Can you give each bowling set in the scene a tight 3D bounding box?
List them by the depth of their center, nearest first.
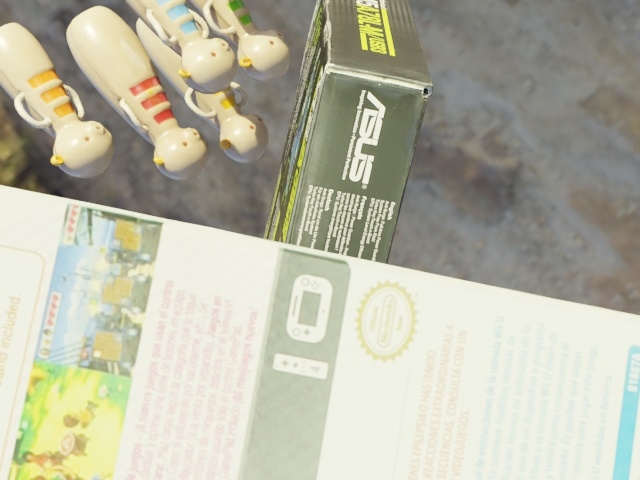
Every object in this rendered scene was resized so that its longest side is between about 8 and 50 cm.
[{"bbox_3d":[-0.093,-0.148,1.286,0.200,0.287,0.154,-40,83,30],"label":"bowling set"}]

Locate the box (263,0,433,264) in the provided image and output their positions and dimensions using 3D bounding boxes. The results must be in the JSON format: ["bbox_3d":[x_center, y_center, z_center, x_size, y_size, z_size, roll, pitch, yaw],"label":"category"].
[{"bbox_3d":[0.000,0.000,0.696,0.184,0.045,0.191,-98,20,-71],"label":"box"}]

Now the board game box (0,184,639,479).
[{"bbox_3d":[-0.065,0.110,0.403,0.303,0.224,0.097,13,163,-7],"label":"board game box"}]
